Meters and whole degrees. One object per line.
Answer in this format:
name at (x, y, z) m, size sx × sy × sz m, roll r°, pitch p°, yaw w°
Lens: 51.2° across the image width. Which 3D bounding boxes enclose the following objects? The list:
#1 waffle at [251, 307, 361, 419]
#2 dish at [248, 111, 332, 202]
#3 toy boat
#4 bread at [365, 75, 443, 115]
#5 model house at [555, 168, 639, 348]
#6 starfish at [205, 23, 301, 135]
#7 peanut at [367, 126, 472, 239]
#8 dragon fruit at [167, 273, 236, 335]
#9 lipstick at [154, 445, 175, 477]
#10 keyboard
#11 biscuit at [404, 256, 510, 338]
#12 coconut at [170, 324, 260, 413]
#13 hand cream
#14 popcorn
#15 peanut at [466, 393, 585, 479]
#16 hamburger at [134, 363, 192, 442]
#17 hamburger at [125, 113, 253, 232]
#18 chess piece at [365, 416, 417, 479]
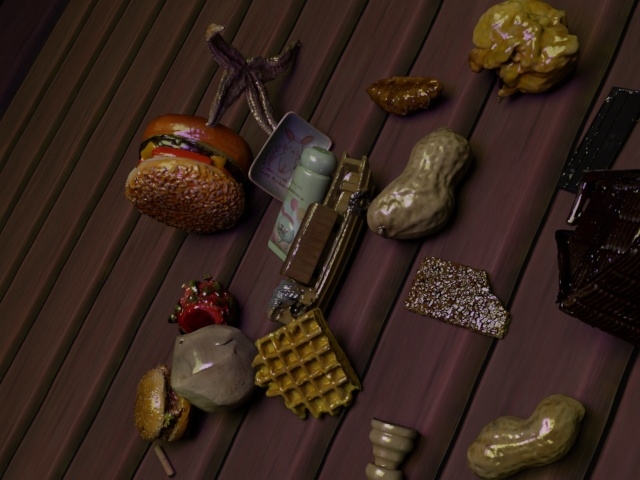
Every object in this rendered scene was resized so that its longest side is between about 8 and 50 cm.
waffle at (-0.045, 0.293, 1.466) m, size 0.219 × 0.057 × 0.229 m, roll -29°, pitch 88°, yaw 22°
dish at (-0.089, -0.217, 1.770) m, size 0.212 × 0.151 × 0.077 m, roll -58°, pitch 19°, yaw -3°
toy boat at (0.000, 0.000, 1.572) m, size 0.135 × 0.162 × 0.446 m, roll 17°, pitch 78°, yaw 42°
bread at (0.213, -0.357, 1.660) m, size 0.233 × 0.076 × 0.105 m, roll 10°, pitch 61°, yaw 45°
model house at (0.579, 0.047, 1.139) m, size 0.316 × 0.297 × 0.283 m, roll 21°, pitch 89°, yaw 2°
starfish at (-0.182, -0.447, 1.819) m, size 0.132 × 0.398 × 0.384 m, roll -18°, pitch 68°, yaw 28°
peanut at (0.234, -0.111, 1.484) m, size 0.159 × 0.143 × 0.291 m, roll 37°, pitch 85°, yaw 7°
dragon fruit at (-0.298, 0.171, 1.702) m, size 0.166 × 0.172 × 0.160 m, roll 0°, pitch 105°, yaw 1°
lipstick at (-0.388, 0.549, 1.660) m, size 0.019 × 0.019 × 0.094 m, roll -49°, pitch 49°, yaw 4°
keyboard at (0.578, -0.203, 1.362) m, size 0.087 × 0.017 × 0.251 m, roll 26°, pitch 83°, yaw 42°
biscuit at (0.293, 0.113, 1.396) m, size 0.236 × 0.026 × 0.131 m, roll 15°, pitch 78°, yaw 40°
coconut at (-0.248, 0.290, 1.556) m, size 0.224 × 0.224 × 0.224 m, roll -16°, pitch 59°, yaw 28°
hand cream at (-0.046, -0.085, 1.670) m, size 0.147 × 0.093 × 0.306 m, roll 40°, pitch 118°, yaw 42°
popcorn at (0.440, -0.429, 1.464) m, size 0.253 × 0.190 × 0.192 m, roll -8°, pitch 56°, yaw 36°
peanut at (0.363, 0.352, 1.180) m, size 0.229 × 0.098 × 0.103 m, roll -29°, pitch 80°, yaw 17°
hamburger at (-0.391, 0.397, 1.645) m, size 0.182 × 0.117 × 0.191 m, roll -37°, pitch 48°, yaw 46°
hamburger at (-0.352, -0.171, 1.805) m, size 0.329 × 0.330 × 0.250 m, roll -1°, pitch 64°, yaw 35°
chess piece at (0.128, 0.444, 1.313) m, size 0.094 × 0.094 × 0.171 m, roll 8°, pitch 80°, yaw 38°
